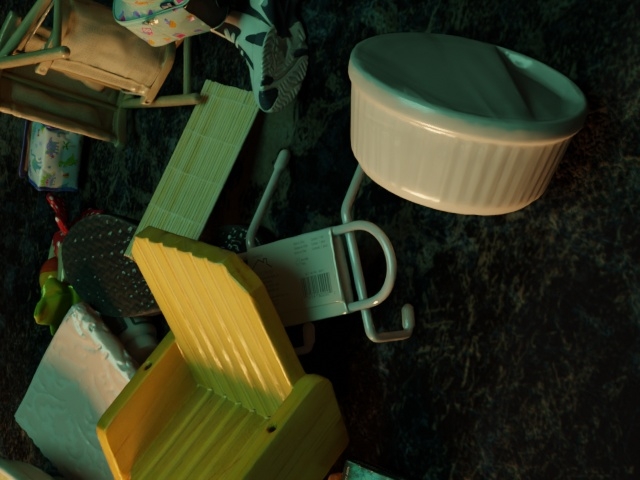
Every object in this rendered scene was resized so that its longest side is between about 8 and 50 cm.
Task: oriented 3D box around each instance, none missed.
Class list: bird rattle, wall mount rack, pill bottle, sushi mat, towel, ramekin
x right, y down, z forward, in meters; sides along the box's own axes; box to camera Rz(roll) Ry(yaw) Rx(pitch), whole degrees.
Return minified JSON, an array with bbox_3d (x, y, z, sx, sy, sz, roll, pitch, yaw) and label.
[{"bbox_3d":[-0.470,0.051,2.028,0.207,0.143,0.254,-38,60,57],"label":"bird rattle"},{"bbox_3d":[0.000,0.000,1.545,0.350,0.130,0.304,-14,84,45],"label":"wall mount rack"},{"bbox_3d":[-0.325,0.146,1.905,0.078,0.078,0.137,-54,54,31],"label":"pill bottle"},{"bbox_3d":[-0.197,-0.096,1.734,0.151,0.019,0.317,18,81,43],"label":"sushi mat"},{"bbox_3d":[-0.356,0.316,1.886,0.332,0.053,0.317,45,127,15],"label":"towel"},{"bbox_3d":[0.158,-0.133,1.287,0.273,0.272,0.127,37,127,39],"label":"ramekin"}]

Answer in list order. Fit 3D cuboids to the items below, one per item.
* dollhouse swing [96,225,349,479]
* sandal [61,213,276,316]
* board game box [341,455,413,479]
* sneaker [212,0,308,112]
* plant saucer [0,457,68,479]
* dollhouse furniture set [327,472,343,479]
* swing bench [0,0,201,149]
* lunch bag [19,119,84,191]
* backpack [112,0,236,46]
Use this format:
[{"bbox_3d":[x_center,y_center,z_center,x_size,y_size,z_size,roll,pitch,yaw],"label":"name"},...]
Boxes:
[{"bbox_3d":[-0.192,0.207,1.525,0.346,0.305,0.315,16,62,49],"label":"dollhouse swing"},{"bbox_3d":[-0.239,0.046,1.816,0.445,0.107,0.168,4,92,33],"label":"sandal"},{"bbox_3d":[0.073,0.397,1.505,0.126,0.026,0.186,18,104,23],"label":"board game box"},{"bbox_3d":[-0.103,-0.295,1.665,0.153,0.094,0.235,-9,84,47],"label":"sneaker"},{"bbox_3d":[-0.445,0.525,1.955,0.400,0.100,0.401,32,140,31],"label":"plant saucer"},{"bbox_3d":[0.010,0.406,1.576,0.076,0.058,0.152,33,113,40],"label":"dollhouse furniture set"},{"bbox_3d":[-0.362,-0.284,1.798,0.254,0.253,0.165,-21,63,45],"label":"swing bench"},{"bbox_3d":[-0.505,-0.170,2.084,0.151,0.096,0.129,36,118,56],"label":"lunch bag"},{"bbox_3d":[-0.225,-0.378,1.643,0.188,0.144,0.166,-15,62,45],"label":"backpack"}]
